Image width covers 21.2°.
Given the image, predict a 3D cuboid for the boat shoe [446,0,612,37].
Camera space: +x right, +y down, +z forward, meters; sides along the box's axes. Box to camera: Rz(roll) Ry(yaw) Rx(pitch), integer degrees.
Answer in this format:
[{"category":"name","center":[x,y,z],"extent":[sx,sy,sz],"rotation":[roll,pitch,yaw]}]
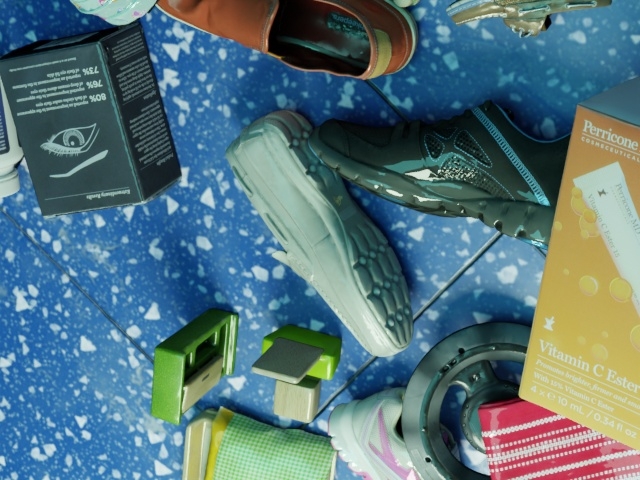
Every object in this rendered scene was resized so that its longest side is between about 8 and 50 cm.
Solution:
[{"category":"boat shoe","center":[0.225,-0.253,1.834],"extent":[0.183,0.066,0.066],"rotation":[-13,105,27]}]

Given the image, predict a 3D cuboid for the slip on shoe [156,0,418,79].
[{"category":"slip on shoe","center":[-0.054,-0.261,1.934],"extent":[0.331,0.101,0.123],"rotation":[21,118,17]}]

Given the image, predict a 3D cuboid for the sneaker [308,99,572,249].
[{"category":"sneaker","center":[0.153,-0.092,1.917],"extent":[0.341,0.125,0.139],"rotation":[17,90,18]}]

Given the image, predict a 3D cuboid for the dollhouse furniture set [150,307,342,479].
[{"category":"dollhouse furniture set","center":[-0.093,0.261,2.117],"extent":[0.198,0.151,0.301],"rotation":[14,114,18]}]

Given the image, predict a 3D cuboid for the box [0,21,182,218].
[{"category":"box","center":[-0.278,-0.145,2.070],"extent":[0.153,0.108,0.207],"rotation":[-6,107,25]}]

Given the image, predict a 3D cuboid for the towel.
[{"category":"towel","center":[0.300,0.297,1.948],"extent":[0.199,0.031,0.274],"rotation":[-12,92,4]}]

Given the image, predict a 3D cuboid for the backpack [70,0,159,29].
[{"category":"backpack","center":[-0.248,-0.331,1.948],"extent":[0.152,0.115,0.182],"rotation":[-40,53,33]}]

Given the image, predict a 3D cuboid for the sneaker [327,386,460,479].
[{"category":"sneaker","center":[0.121,0.284,2.061],"extent":[0.111,0.103,0.252],"rotation":[-37,93,31]}]

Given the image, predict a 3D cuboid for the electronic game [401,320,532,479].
[{"category":"electronic game","center":[0.209,0.207,1.991],"extent":[0.229,0.048,0.229],"rotation":[0,97,2]}]

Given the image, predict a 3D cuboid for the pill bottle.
[{"category":"pill bottle","center":[-0.424,-0.141,2.142],"extent":[0.094,0.094,0.169],"rotation":[2,110,23]}]

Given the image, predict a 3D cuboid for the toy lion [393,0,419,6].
[{"category":"toy lion","center":[0.107,-0.312,1.886],"extent":[0.100,0.034,0.096],"rotation":[-12,96,27]}]

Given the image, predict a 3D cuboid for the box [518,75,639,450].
[{"category":"box","center":[0.363,0.030,1.768],"extent":[0.215,0.168,0.345],"rotation":[23,119,31]}]

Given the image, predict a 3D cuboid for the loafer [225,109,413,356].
[{"category":"loafer","center":[0.000,0.000,2.009],"extent":[0.111,0.112,0.319],"rotation":[-31,87,35]}]
